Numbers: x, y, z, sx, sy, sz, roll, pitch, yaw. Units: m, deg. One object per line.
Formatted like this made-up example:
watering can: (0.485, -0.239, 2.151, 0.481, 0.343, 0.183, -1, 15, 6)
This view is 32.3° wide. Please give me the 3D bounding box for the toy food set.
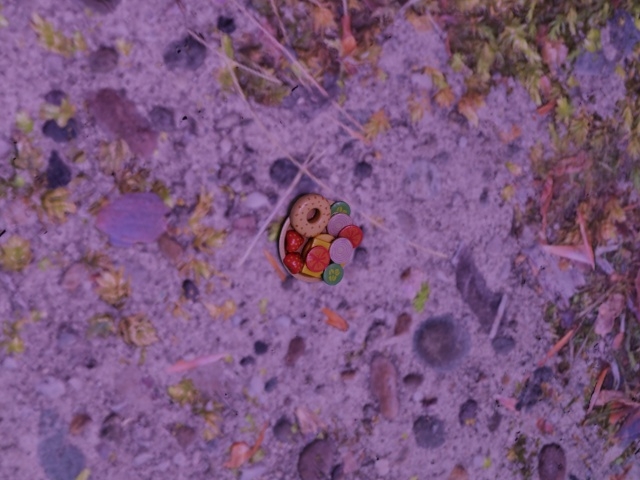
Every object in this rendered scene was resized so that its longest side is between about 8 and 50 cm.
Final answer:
toy food set: (0.000, 0.000, 1.033, 0.082, 0.020, 0.083, 19, 92, -31)
